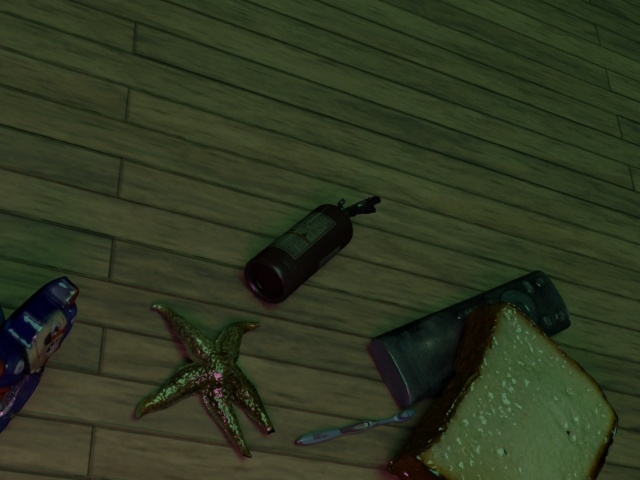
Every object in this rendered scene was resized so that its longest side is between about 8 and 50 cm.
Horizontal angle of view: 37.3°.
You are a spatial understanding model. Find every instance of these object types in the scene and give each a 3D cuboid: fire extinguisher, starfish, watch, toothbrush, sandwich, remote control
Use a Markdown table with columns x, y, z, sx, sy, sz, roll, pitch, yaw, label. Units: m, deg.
| x | y | z | sx | sy | sz | roll | pitch | yaw | label |
| --- | --- | --- | --- | --- | --- | --- | --- | --- | --- |
| 0.000 | 0.000 | 1.312 | 0.231 | 0.099 | 0.071 | -39 | 108 | -41 | fire extinguisher |
| -0.138 | 0.165 | 1.163 | 0.217 | 0.050 | 0.223 | -34 | 78 | -34 | starfish |
| -0.389 | 0.109 | 0.967 | 0.200 | 0.171 | 0.196 | 31 | 37 | 2 | watch |
| 0.049 | 0.245 | 1.243 | 0.193 | 0.019 | 0.013 | -6 | 66 | -33 | toothbrush |
| 0.263 | 0.269 | 1.292 | 0.271 | 0.099 | 0.301 | 46 | 53 | -13 | sandwich |
| 0.235 | 0.137 | 1.413 | 0.377 | 0.044 | 0.107 | -17 | 78 | -38 | remote control |
